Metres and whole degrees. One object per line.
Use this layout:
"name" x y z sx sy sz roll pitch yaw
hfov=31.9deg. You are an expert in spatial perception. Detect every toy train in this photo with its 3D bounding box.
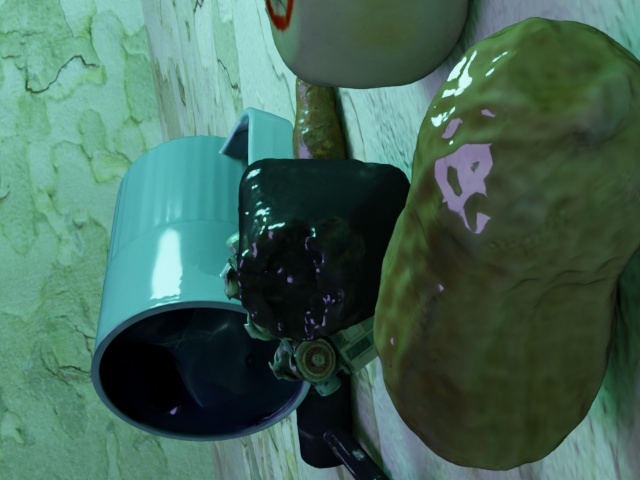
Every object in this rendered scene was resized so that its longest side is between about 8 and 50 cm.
"toy train" -0.018 0.062 1.166 0.194 0.125 0.080 59 153 -9

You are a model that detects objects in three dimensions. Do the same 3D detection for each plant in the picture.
"plant" 0.000 0.000 1.018 0.256 0.164 0.142 -59 -30 -74

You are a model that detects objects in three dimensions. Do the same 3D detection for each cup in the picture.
"cup" -0.148 0.027 1.388 0.311 0.256 0.331 -95 1 -46

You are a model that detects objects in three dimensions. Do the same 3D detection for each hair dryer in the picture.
"hair dryer" 0.033 0.248 1.357 0.219 0.071 0.124 -135 36 -56

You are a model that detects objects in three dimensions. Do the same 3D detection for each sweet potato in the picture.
"sweet potato" 0.002 -0.067 1.214 0.072 0.066 0.314 -160 62 -67

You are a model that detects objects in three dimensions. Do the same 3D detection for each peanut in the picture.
"peanut" 0.105 0.003 0.656 0.159 0.143 0.291 53 151 41

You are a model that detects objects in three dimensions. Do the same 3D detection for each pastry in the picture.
"pastry" 0.020 -0.238 0.858 0.265 0.133 0.265 170 90 -81
